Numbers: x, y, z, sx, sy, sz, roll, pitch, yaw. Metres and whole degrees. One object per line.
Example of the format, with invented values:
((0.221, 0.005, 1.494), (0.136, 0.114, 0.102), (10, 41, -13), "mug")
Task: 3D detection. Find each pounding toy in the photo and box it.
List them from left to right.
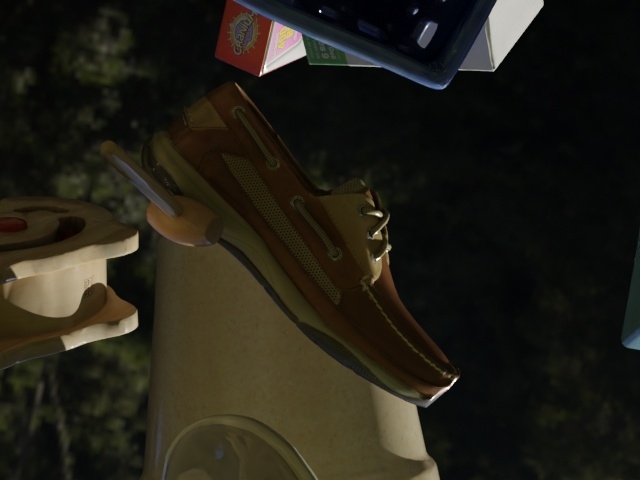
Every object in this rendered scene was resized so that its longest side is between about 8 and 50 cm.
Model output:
((-0.218, -0.010, 1.260), (0.154, 0.155, 0.269), (16, -159, 39), "pounding toy")

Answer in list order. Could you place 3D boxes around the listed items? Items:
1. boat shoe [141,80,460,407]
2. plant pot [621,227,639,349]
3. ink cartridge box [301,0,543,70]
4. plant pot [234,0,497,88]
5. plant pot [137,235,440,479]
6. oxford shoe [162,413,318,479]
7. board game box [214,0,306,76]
((0.000, 0.000, 1.381), (0.324, 0.120, 0.122), (43, -175, -4), "boat shoe")
((0.354, 0.020, 1.436), (0.166, 0.165, 0.234), (9, 176, 11), "plant pot")
((0.102, -0.248, 1.704), (0.212, 0.093, 0.154), (3, -145, 28), "ink cartridge box")
((0.033, -0.296, 1.457), (0.236, 0.236, 0.212), (22, -169, -25), "plant pot")
((-0.039, 0.135, 1.639), (0.334, 0.305, 0.334), (-3, 180, 0), "plant pot")
((-0.047, 0.338, 1.169), (0.169, 0.449, 0.130), (-20, 160, 33), "oxford shoe")
((0.005, -0.344, 1.951), (0.064, 0.242, 0.316), (24, -153, 20), "board game box")
